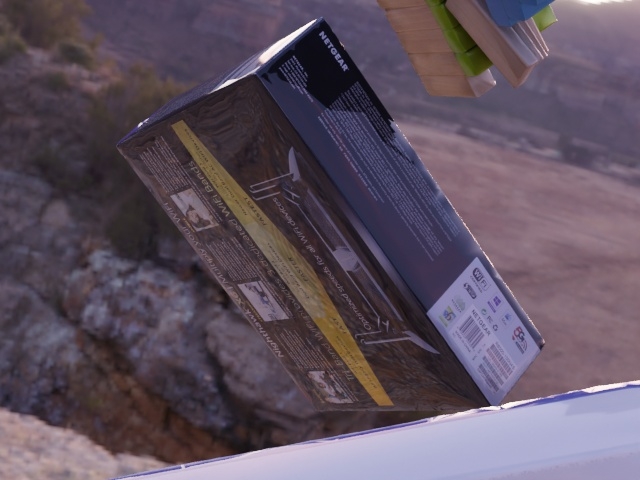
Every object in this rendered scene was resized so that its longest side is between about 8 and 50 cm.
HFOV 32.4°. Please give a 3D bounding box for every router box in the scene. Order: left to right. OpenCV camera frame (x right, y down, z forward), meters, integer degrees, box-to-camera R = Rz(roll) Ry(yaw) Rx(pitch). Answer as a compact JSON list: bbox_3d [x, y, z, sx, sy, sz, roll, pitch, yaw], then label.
[{"bbox_3d":[0.000,0.000,0.885,0.081,0.309,0.243,-44,17,-30],"label":"router box"}]

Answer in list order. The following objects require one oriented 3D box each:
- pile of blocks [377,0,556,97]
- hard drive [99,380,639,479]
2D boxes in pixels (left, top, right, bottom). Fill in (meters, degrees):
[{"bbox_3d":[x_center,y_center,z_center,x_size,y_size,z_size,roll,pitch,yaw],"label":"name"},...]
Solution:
[{"bbox_3d":[0.145,-0.210,0.771,0.149,0.112,0.362,53,-13,6],"label":"pile of blocks"},{"bbox_3d":[0.040,0.213,0.378,0.210,0.319,0.040,-12,19,7],"label":"hard drive"}]
